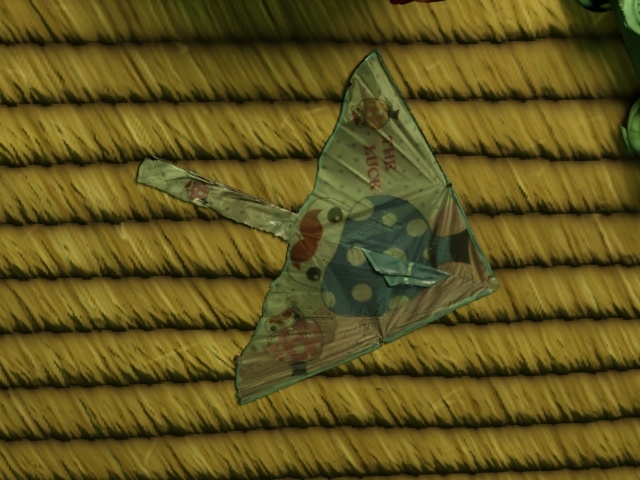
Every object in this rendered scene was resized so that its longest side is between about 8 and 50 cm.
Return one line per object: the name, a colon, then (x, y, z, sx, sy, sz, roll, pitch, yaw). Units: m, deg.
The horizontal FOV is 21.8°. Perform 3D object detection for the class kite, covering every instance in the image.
kite: (0.000, 0.000, 1.336, 0.314, 0.011, 0.335, 17, 113, -13)

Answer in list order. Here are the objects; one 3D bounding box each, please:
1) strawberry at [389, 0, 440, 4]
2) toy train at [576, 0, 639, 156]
strawberry: (0.031, -0.284, 1.063, 0.310, 0.292, 0.291, -14, 120, 31)
toy train: (0.294, -0.154, 1.246, 0.157, 0.105, 0.253, -29, 116, -7)
